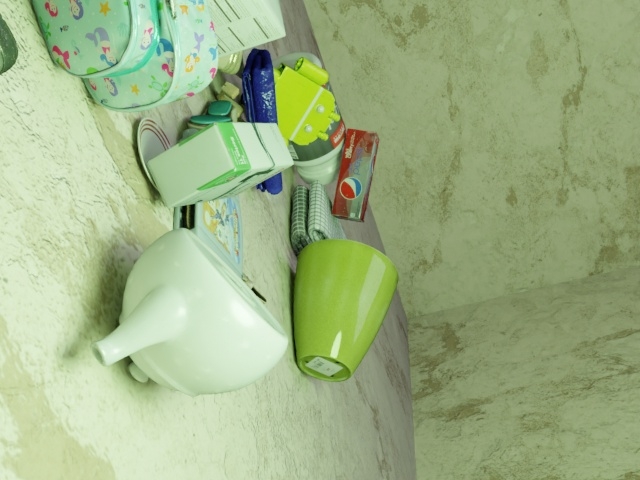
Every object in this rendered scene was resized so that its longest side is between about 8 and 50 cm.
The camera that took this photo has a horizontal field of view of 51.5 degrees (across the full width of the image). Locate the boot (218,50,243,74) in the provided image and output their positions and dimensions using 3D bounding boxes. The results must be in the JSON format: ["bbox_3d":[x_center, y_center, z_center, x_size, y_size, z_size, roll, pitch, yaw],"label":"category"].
[{"bbox_3d":[-0.248,-0.479,1.359,0.203,0.095,0.262,-7,86,-60],"label":"boot"}]

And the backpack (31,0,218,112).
[{"bbox_3d":[-0.265,-0.307,0.922,0.191,0.225,0.254,-43,124,-51],"label":"backpack"}]

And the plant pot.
[{"bbox_3d":[0.039,0.195,1.681,0.275,0.274,0.294,62,34,-46],"label":"plant pot"}]

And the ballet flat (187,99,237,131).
[{"bbox_3d":[-0.218,-0.233,1.385,0.248,0.086,0.086,-75,148,-68],"label":"ballet flat"}]

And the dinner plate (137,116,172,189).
[{"bbox_3d":[-0.278,-0.139,1.130,0.141,0.017,0.141,-14,90,-77],"label":"dinner plate"}]

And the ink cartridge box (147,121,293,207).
[{"bbox_3d":[-0.162,-0.131,1.126,0.087,0.153,0.208,66,26,2],"label":"ink cartridge box"}]

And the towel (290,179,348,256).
[{"bbox_3d":[0.000,0.000,1.977,0.235,0.121,0.284,-92,161,-50],"label":"towel"}]

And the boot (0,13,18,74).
[{"bbox_3d":[-0.391,-0.233,0.612,0.161,0.083,0.247,-77,149,-53],"label":"boot"}]

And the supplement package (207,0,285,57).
[{"bbox_3d":[-0.226,-0.438,1.131,0.198,0.262,0.200,34,43,-72],"label":"supplement package"}]

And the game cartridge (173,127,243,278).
[{"bbox_3d":[-0.207,-0.042,1.255,0.198,0.062,0.297,52,26,-52],"label":"game cartridge"}]

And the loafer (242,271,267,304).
[{"bbox_3d":[-0.150,0.096,1.370,0.125,0.039,0.045,62,18,-46],"label":"loafer"}]

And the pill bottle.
[{"bbox_3d":[-0.042,-0.352,1.972,0.210,0.210,0.363,-92,162,-45],"label":"pill bottle"}]

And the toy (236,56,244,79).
[{"bbox_3d":[-0.252,-0.459,1.528,0.237,0.056,0.137,24,56,-68],"label":"toy"}]

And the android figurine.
[{"bbox_3d":[-0.071,-0.358,1.773,0.272,0.248,0.056,26,16,-32],"label":"android figurine"}]

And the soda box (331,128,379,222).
[{"bbox_3d":[0.105,-0.192,1.968,0.083,0.092,0.264,25,76,-75],"label":"soda box"}]

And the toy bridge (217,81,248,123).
[{"bbox_3d":[-0.208,-0.312,1.541,0.063,0.026,0.188,36,-13,10],"label":"toy bridge"}]

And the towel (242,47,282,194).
[{"bbox_3d":[-0.143,-0.288,1.600,0.228,0.076,0.308,-106,-168,-62],"label":"towel"}]

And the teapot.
[{"bbox_3d":[-0.180,0.121,0.906,0.256,0.187,0.252,48,-3,-30],"label":"teapot"}]
